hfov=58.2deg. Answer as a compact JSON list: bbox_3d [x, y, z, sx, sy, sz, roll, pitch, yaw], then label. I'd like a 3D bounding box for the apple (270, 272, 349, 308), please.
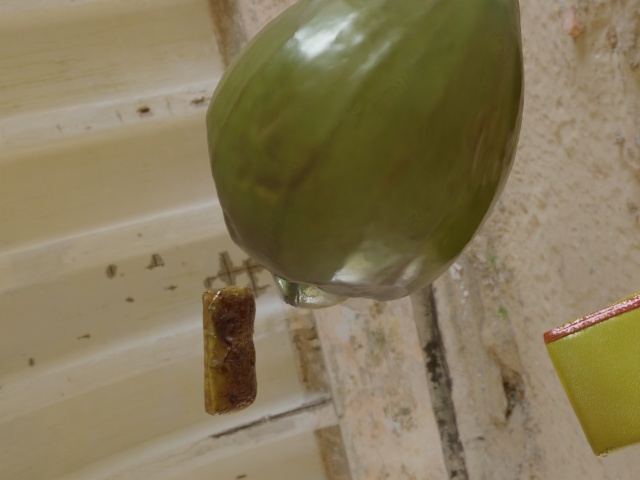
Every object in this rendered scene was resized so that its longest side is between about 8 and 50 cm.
[{"bbox_3d":[0.000,0.000,0.885,0.207,0.174,0.188,-56,-17,-49],"label":"apple"}]

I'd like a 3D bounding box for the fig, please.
[{"bbox_3d":[0.041,-0.090,0.447,0.239,0.271,0.239,32,-161,-13],"label":"fig"}]

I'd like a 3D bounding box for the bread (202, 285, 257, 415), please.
[{"bbox_3d":[-0.195,0.233,1.225,0.139,0.077,0.271,-4,-85,-54],"label":"bread"}]

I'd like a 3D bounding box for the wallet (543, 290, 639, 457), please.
[{"bbox_3d":[0.359,0.106,0.571,0.067,0.241,0.141,14,-130,-59],"label":"wallet"}]
